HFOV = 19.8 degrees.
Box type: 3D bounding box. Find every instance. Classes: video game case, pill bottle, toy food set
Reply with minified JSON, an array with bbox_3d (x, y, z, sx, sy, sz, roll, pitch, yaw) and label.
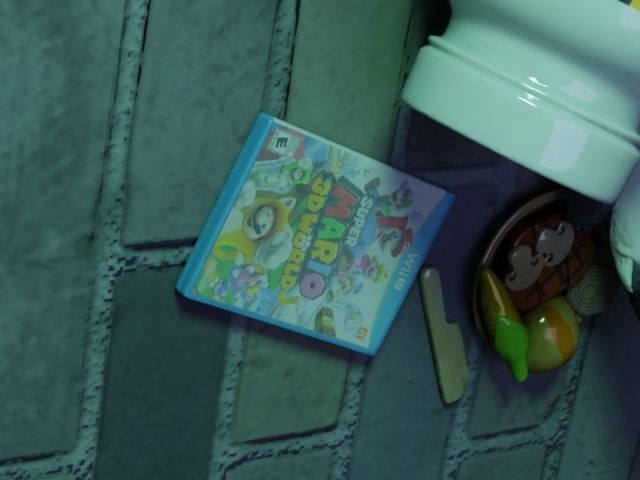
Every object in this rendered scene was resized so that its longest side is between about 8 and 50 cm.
[{"bbox_3d":[0.000,0.000,1.128,0.166,0.015,0.119,20,99,-42],"label":"video game case"},{"bbox_3d":[0.180,-0.199,1.046,0.188,0.188,0.334,19,99,-42],"label":"pill bottle"},{"bbox_3d":[0.159,0.028,1.248,0.192,0.038,0.132,-31,128,-21],"label":"toy food set"}]

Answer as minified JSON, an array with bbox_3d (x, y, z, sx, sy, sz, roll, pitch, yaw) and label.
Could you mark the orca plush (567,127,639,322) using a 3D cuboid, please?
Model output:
[{"bbox_3d":[0.260,-0.008,1.244,0.151,0.102,0.287,-26,96,12],"label":"orca plush"}]
